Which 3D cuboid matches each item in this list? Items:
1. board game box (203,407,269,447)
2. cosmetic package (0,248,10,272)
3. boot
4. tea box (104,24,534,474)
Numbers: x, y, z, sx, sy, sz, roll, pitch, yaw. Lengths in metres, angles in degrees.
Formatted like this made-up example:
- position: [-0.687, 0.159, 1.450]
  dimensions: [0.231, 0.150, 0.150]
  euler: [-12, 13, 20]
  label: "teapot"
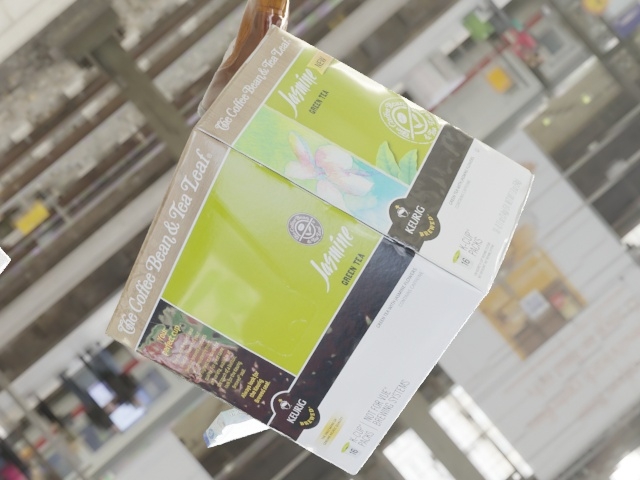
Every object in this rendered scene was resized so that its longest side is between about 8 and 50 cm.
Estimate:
- position: [-0.084, 0.208, 1.643]
  dimensions: [0.090, 0.020, 0.090]
  euler: [-15, 162, -25]
  label: "board game box"
- position: [-0.654, 0.109, 2.085]
  dimensions: [0.385, 0.156, 0.217]
  euler: [-57, 161, -14]
  label: "cosmetic package"
- position: [-0.058, -0.279, 1.758]
  dimensions: [0.264, 0.096, 0.280]
  euler: [-72, -176, -70]
  label: "boot"
- position: [-0.007, 0.014, 1.491]
  dimensions: [0.329, 0.323, 0.220]
  euler: [-59, -179, 42]
  label: "tea box"
